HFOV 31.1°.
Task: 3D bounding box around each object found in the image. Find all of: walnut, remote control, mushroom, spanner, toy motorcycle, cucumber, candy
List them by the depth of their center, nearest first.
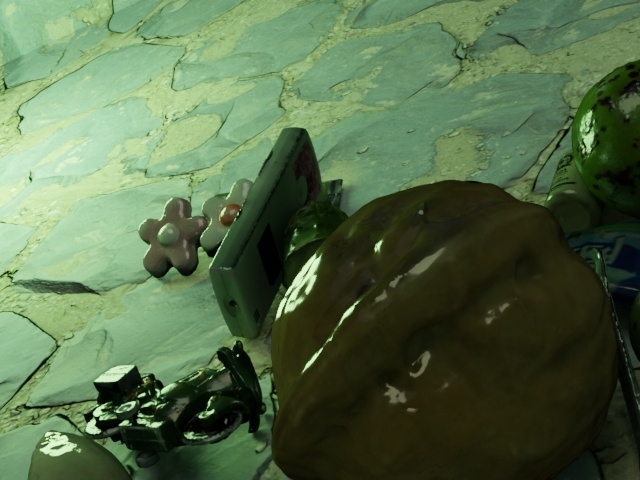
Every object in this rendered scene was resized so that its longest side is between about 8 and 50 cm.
[{"bbox_3d":[0.132,0.123,1.237,0.383,0.383,0.383,-17,32,11],"label":"walnut"},{"bbox_3d":[0.332,0.132,1.258,0.017,0.071,0.302,-4,49,-2],"label":"spanner"},{"bbox_3d":[-0.272,0.326,1.385,0.128,0.128,0.350,-36,35,-18],"label":"mushroom"},{"bbox_3d":[0.304,0.049,1.460,0.331,0.077,0.187,-11,31,29],"label":"candy"},{"bbox_3d":[-0.182,0.210,1.498,0.274,0.125,0.187,-5,22,37],"label":"toy motorcycle"},{"bbox_3d":[0.000,0.003,1.690,0.134,0.134,0.244,-21,28,5],"label":"cucumber"},{"bbox_3d":[-0.075,-0.021,1.738,0.050,0.145,0.344,3,42,21],"label":"remote control"}]

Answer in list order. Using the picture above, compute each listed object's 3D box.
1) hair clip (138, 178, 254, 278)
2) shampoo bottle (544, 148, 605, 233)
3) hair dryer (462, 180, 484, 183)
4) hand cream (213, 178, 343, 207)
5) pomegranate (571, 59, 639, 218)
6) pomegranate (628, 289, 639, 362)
[{"bbox_3d":[-0.185,-0.017,1.882,0.257,0.075,0.146,-11,70,16],"label":"hair clip"},{"bbox_3d":[0.366,-0.082,1.613,0.079,0.079,0.162,-5,36,29],"label":"shampoo bottle"},{"bbox_3d":[0.126,0.037,1.588,0.279,0.090,0.135,-50,11,-16],"label":"hair dryer"},{"bbox_3d":[-0.079,-0.060,1.922,0.235,0.055,0.086,-7,40,13],"label":"hand cream"},{"bbox_3d":[0.442,-0.133,1.479,0.211,0.211,0.263,-36,7,-18],"label":"pomegranate"},{"bbox_3d":[0.412,0.068,1.215,0.181,0.224,0.181,-16,30,10],"label":"pomegranate"}]
